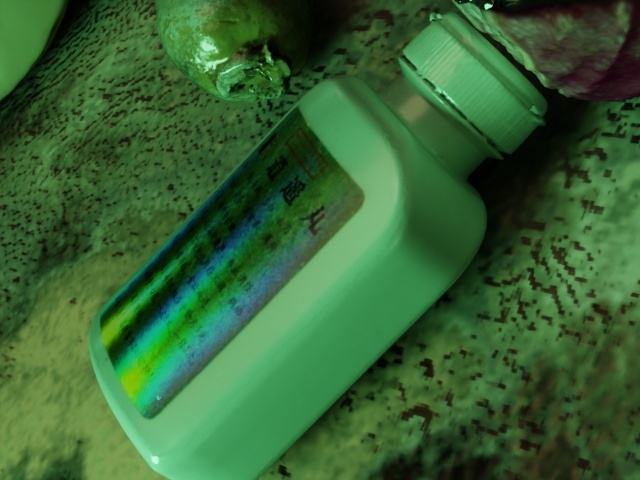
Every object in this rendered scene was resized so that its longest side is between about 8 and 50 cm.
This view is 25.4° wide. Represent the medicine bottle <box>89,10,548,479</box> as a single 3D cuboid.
[{"bbox_3d":[0.000,0.000,0.637,0.229,0.083,0.121,-47,37,9],"label":"medicine bottle"}]

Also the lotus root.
[{"bbox_3d":[-0.047,-0.135,0.793,0.088,0.088,0.165,-37,32,18],"label":"lotus root"}]

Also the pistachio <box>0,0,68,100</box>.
[{"bbox_3d":[-0.273,-0.173,0.991,0.288,0.197,0.166,-45,-6,29],"label":"pistachio"}]

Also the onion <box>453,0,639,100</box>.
[{"bbox_3d":[0.148,-0.138,0.590,0.247,0.111,0.250,-21,33,1],"label":"onion"}]
